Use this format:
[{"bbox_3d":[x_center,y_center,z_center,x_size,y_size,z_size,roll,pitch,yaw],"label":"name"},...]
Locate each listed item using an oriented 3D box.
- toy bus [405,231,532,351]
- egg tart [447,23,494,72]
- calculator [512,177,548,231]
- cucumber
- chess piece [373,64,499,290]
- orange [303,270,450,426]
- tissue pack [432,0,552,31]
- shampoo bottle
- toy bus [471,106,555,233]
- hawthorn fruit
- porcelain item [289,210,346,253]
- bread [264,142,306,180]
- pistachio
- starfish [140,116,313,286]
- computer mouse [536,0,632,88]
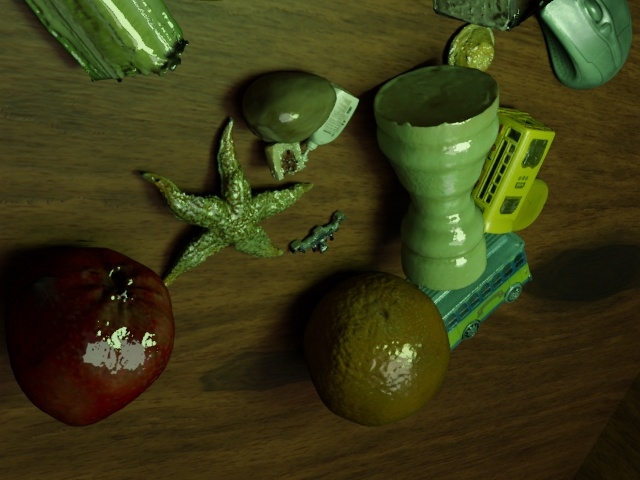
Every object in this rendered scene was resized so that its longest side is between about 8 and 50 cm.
[{"bbox_3d":[0.350,0.111,1.952,0.312,0.152,0.190,-40,140,-10],"label":"toy bus"},{"bbox_3d":[0.307,-0.373,1.606,0.129,0.049,0.128,-23,132,-27],"label":"egg tart"},{"bbox_3d":[0.501,-0.087,1.990,0.235,0.032,0.146,-8,124,-52],"label":"calculator"},{"bbox_3d":[-0.315,-0.350,1.038,0.325,0.145,0.105,53,43,-47],"label":"cucumber"},{"bbox_3d":[0.237,-0.107,1.611,0.234,0.234,0.442,-29,134,-21],"label":"chess piece"},{"bbox_3d":[0.120,0.245,1.742,0.322,0.322,0.357,-31,146,-19],"label":"orange"},{"bbox_3d":[0.369,-0.533,1.389,0.370,0.198,0.210,-37,142,-24],"label":"tissue pack"},{"bbox_3d":[0.006,-0.210,1.474,0.077,0.045,0.152,16,111,-45],"label":"shampoo bottle"},{"bbox_3d":[0.383,-0.125,1.792,0.144,0.152,0.330,-3,123,-41],"label":"toy bus"},{"bbox_3d":[-0.378,0.168,1.291,0.265,0.265,0.307,6,125,-44],"label":"hawthorn fruit"},{"bbox_3d":[0.000,0.000,1.656,0.136,0.021,0.075,-35,142,-14],"label":"porcelain item"},{"bbox_3d":[-0.064,-0.150,1.442,0.083,0.035,0.070,-27,110,-47],"label":"bread"},{"bbox_3d":[-0.051,-0.228,1.371,0.186,0.126,0.108,-18,173,-33],"label":"pistachio"},{"bbox_3d":[-0.149,-0.057,1.445,0.358,0.078,0.347,-25,132,-25],"label":"starfish"},{"bbox_3d":[0.586,-0.455,1.739,0.188,0.122,0.371,-48,137,0],"label":"computer mouse"}]
